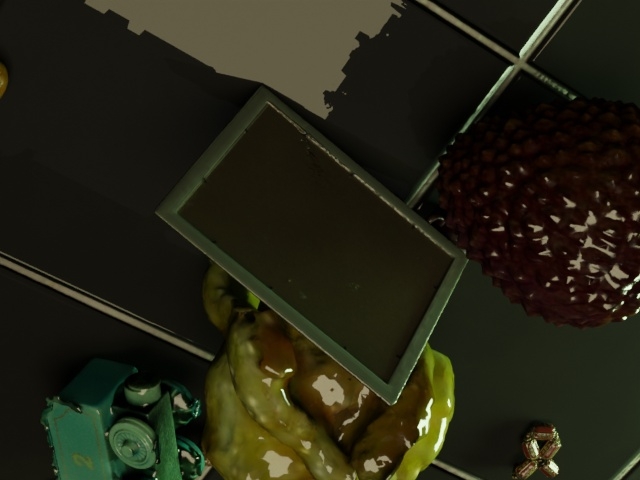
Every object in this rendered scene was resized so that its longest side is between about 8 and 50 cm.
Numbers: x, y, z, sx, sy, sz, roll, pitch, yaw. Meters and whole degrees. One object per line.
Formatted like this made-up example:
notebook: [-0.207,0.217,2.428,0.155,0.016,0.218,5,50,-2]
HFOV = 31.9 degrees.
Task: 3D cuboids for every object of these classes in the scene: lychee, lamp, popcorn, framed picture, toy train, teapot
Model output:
lychee: [0.249,-0.039,1.170,0.271,0.271,0.271,-3,121,-5]
lamp: [0.285,0.276,1.472,0.063,0.031,0.083,-2,117,-7]
popcorn: [-0.010,0.145,1.236,0.325,0.321,0.290,30,125,17]
framed picture: [0.000,0.000,1.132,0.296,0.232,0.019,40,137,-5]
toy train: [-0.233,0.241,1.327,0.163,0.112,0.203,10,120,21]
teapot: [0.148,-0.014,1.260,0.100,0.068,0.045,17,117,-50]

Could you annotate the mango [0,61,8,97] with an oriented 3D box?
mango: [-0.372,-0.160,1.126,0.114,0.057,0.079,-9,117,-11]

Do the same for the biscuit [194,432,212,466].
biscuit: [-0.055,0.239,1.392,0.199,0.064,0.034,-13,101,4]
